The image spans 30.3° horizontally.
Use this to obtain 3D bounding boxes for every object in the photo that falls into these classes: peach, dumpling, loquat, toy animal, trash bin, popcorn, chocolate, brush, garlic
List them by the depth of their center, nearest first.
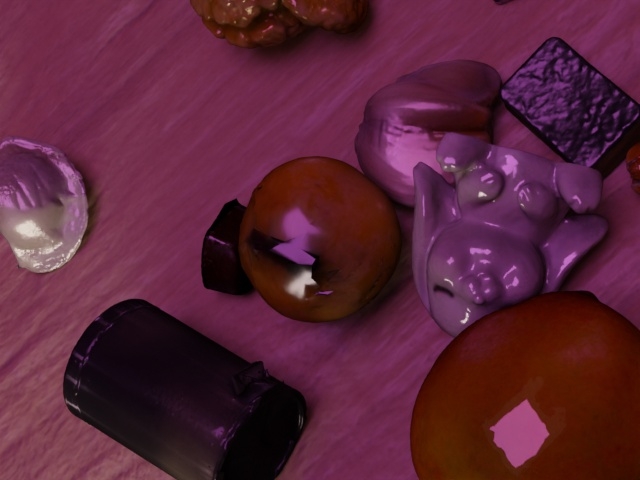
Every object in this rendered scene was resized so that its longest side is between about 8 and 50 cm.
[{"bbox_3d":[0.273,0.215,1.439,0.308,0.308,0.332,22,76,30],"label":"peach"},{"bbox_3d":[0.237,0.009,1.579,0.272,0.206,0.265,14,94,7],"label":"toy animal"},{"bbox_3d":[0.350,-0.184,1.640,0.123,0.059,0.197,-48,61,9],"label":"brush"},{"bbox_3d":[0.000,0.000,1.667,0.235,0.235,0.235,-8,72,25],"label":"loquat"},{"bbox_3d":[0.144,-0.153,1.710,0.228,0.110,0.217,-4,77,25],"label":"garlic"},{"bbox_3d":[-0.195,0.237,1.712,0.301,0.203,0.252,25,128,29],"label":"trash bin"},{"bbox_3d":[-0.123,0.009,1.797,0.080,0.125,0.148,17,79,13],"label":"chocolate"},{"bbox_3d":[-0.079,-0.420,1.842,0.332,0.225,0.265,42,91,18],"label":"popcorn"},{"bbox_3d":[-0.471,-0.071,1.990,0.166,0.126,0.215,-13,66,6],"label":"dumpling"}]

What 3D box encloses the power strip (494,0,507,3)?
[{"bbox_3d":[0.360,-0.438,1.721,0.279,0.037,0.109,-17,69,21],"label":"power strip"}]

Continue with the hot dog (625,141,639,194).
[{"bbox_3d":[0.514,-0.121,1.539,0.236,0.062,0.092,-20,64,19],"label":"hot dog"}]
